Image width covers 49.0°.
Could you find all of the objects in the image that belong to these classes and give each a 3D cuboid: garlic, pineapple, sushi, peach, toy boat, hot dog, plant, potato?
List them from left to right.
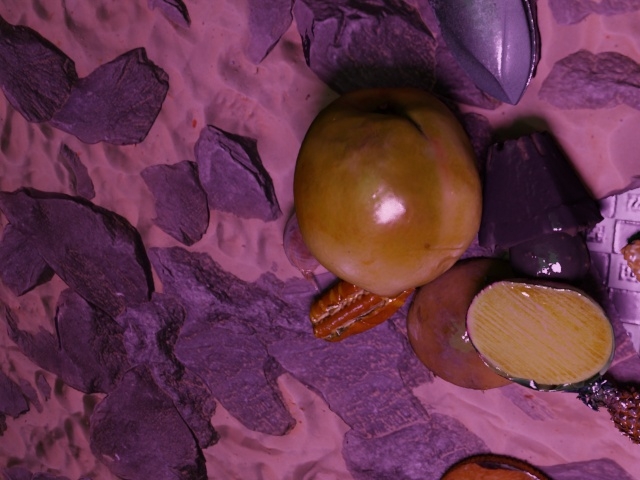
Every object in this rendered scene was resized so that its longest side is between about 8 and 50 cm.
[{"bbox_3d":[-0.012,0.002,1.363,0.129,0.090,0.198,31,116,4],"label":"garlic"},{"bbox_3d":[0.077,0.117,1.349,0.115,0.072,0.269,49,123,1],"label":"hot dog"},{"bbox_3d":[0.098,-0.080,1.134,0.314,0.282,0.315,-123,35,-46],"label":"peach"},{"bbox_3d":[0.266,0.153,1.220,0.299,0.116,0.238,-11,93,32],"label":"potato"},{"bbox_3d":[0.250,-0.360,1.093,0.141,0.092,0.319,-16,102,33],"label":"toy boat"},{"bbox_3d":[0.335,-0.038,1.091,0.164,0.142,0.255,-18,89,43],"label":"plant"},{"bbox_3d":[0.487,0.254,1.125,0.221,0.083,0.103,38,114,17],"label":"pineapple"},{"bbox_3d":[0.557,0.042,1.036,0.294,0.059,0.292,-23,91,35],"label":"sushi"}]

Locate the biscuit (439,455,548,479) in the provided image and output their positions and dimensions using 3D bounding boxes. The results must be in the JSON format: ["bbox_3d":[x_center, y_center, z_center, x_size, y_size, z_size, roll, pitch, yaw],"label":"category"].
[{"bbox_3d":[0.351,0.545,1.321,0.306,0.038,0.305,10,108,31],"label":"biscuit"}]

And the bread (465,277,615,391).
[{"bbox_3d":[0.338,0.143,1.088,0.229,0.033,0.228,15,129,20],"label":"bread"}]
